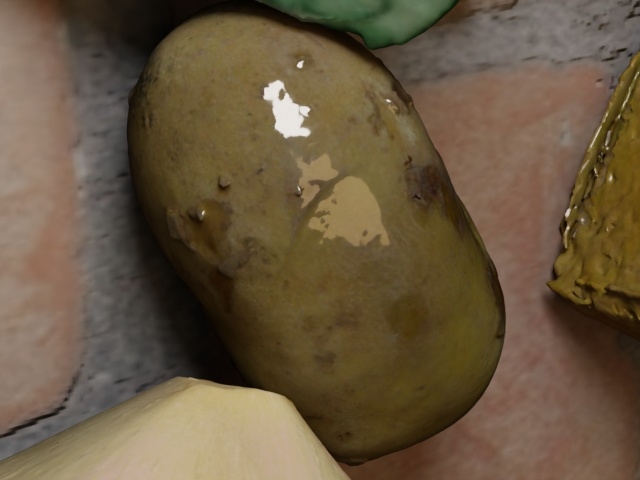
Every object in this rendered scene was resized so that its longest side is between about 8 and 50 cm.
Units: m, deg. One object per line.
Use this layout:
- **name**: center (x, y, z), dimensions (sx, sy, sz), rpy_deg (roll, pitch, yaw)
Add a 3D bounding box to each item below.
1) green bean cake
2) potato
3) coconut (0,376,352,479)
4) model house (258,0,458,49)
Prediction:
- **green bean cake**: center (0.264, -0.025, 0.988), dimensions (0.131, 0.224, 0.230), rpy_deg (26, 86, -37)
- **potato**: center (0.000, 0.000, 0.860), dimensions (0.165, 0.165, 0.262), rpy_deg (-46, 126, -17)
- **coconut**: center (-0.068, 0.185, 0.804), dimensions (0.259, 0.259, 0.259), rpy_deg (-6, 102, -32)
- **model house**: center (-0.013, -0.289, 0.813), dimensions (0.267, 0.194, 0.325), rpy_deg (18, 51, -6)
